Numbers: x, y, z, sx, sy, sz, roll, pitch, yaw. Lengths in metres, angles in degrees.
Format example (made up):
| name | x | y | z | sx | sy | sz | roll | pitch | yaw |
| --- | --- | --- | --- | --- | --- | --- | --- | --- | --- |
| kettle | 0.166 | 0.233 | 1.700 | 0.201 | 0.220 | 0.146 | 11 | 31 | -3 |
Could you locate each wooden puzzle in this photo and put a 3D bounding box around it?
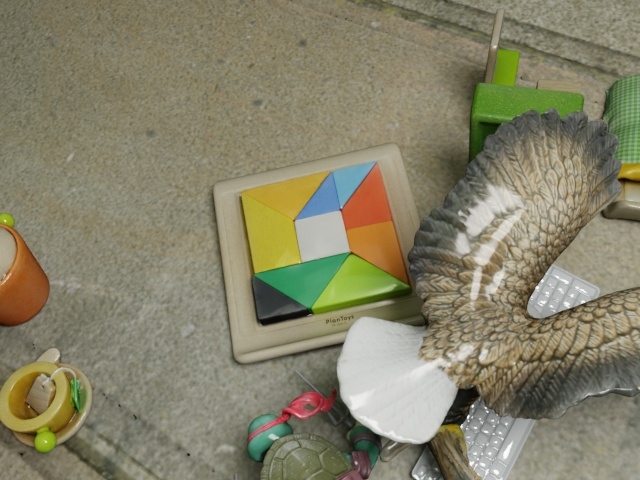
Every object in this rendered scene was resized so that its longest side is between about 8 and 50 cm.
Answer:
| name | x | y | z | sx | sy | sz | roll | pitch | yaw |
| --- | --- | --- | --- | --- | --- | --- | --- | --- | --- |
| wooden puzzle | 0.000 | 0.000 | 0.696 | 0.220 | 0.044 | 0.239 | -13 | 58 | 1 |

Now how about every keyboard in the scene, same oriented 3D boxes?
| name | x | y | z | sx | sy | sz | roll | pitch | yaw |
| --- | --- | --- | --- | --- | --- | --- | --- | --- | --- |
| keyboard | 0.179 | 0.128 | 0.609 | 0.072 | 0.014 | 0.256 | 27 | 67 | 22 |

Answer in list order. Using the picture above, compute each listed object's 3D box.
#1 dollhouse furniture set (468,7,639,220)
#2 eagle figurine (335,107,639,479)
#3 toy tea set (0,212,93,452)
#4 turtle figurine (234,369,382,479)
| name | x | y | z | sx | sy | sz | roll | pitch | yaw |
| --- | --- | --- | --- | --- | --- | --- | --- | --- | --- |
| dollhouse furniture set | 0.314 | -0.134 | 0.665 | 0.301 | 0.151 | 0.198 | 10 | 61 | 14 |
| eagle figurine | 0.169 | 0.055 | 0.521 | 0.298 | 0.226 | 0.225 | -47 | 13 | 22 |
| toy tea set | -0.344 | 0.124 | 0.626 | 0.200 | 0.124 | 0.336 | -30 | 59 | -10 |
| turtle figurine | -0.005 | 0.221 | 0.527 | 0.175 | 0.118 | 0.234 | -32 | 65 | -11 |
